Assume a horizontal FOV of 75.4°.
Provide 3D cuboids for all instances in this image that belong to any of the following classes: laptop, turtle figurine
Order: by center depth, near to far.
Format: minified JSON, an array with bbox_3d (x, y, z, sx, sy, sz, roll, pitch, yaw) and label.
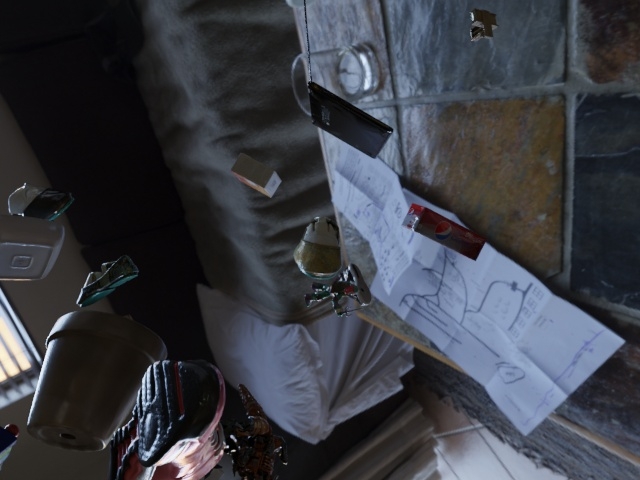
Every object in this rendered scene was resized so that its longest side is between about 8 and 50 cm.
[{"bbox_3d":[0.073,-0.483,1.277,0.407,0.237,0.382,30,-179,1],"label":"laptop"},{"bbox_3d":[0.065,0.202,1.565,0.234,0.175,0.118,-2,104,27],"label":"turtle figurine"}]

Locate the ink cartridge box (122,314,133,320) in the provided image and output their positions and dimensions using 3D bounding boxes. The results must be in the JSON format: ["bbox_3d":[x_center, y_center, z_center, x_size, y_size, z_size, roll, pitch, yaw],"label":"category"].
[{"bbox_3d":[-0.759,0.375,1.437,0.088,0.234,0.193,55,144,14],"label":"ink cartridge box"}]

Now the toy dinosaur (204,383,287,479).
[{"bbox_3d":[-0.205,0.545,1.118,0.322,0.218,0.165,-134,43,-70],"label":"toy dinosaur"}]

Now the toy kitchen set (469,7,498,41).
[{"bbox_3d":[0.402,-0.537,1.065,0.075,0.083,0.068,-13,84,60],"label":"toy kitchen set"}]

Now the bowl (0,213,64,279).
[{"bbox_3d":[-0.581,0.024,0.801,0.142,0.142,0.053,-53,55,21],"label":"bowl"}]

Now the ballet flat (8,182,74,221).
[{"bbox_3d":[-0.637,-0.066,0.918,0.280,0.095,0.096,-20,125,43],"label":"ballet flat"}]

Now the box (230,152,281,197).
[{"bbox_3d":[-0.269,-0.274,1.743,0.170,0.091,0.130,29,174,13],"label":"box"}]

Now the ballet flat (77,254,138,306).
[{"bbox_3d":[-0.501,0.091,0.966,0.070,0.188,0.070,53,-162,-26],"label":"ballet flat"}]

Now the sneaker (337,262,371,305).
[{"bbox_3d":[0.131,0.209,1.711,0.121,0.079,0.217,-47,36,26],"label":"sneaker"}]

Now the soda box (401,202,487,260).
[{"bbox_3d":[0.395,-0.026,1.319,0.084,0.263,0.092,-65,22,5],"label":"soda box"}]

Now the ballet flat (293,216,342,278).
[{"bbox_3d":[0.000,0.000,1.054,0.348,0.123,0.123,-78,-34,-80],"label":"ballet flat"}]

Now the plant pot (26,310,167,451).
[{"bbox_3d":[-0.622,0.397,1.129,0.281,0.322,0.323,-86,0,-45],"label":"plant pot"}]

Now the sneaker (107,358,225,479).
[{"bbox_3d":[-0.178,0.249,0.547,0.314,0.136,0.116,-50,43,33],"label":"sneaker"}]

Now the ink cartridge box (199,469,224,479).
[{"bbox_3d":[-0.385,0.755,1.326,0.063,0.109,0.150,47,150,-9],"label":"ink cartridge box"}]

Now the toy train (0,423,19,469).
[{"bbox_3d":[-0.989,0.550,1.164,0.247,0.105,0.144,31,111,4],"label":"toy train"}]
